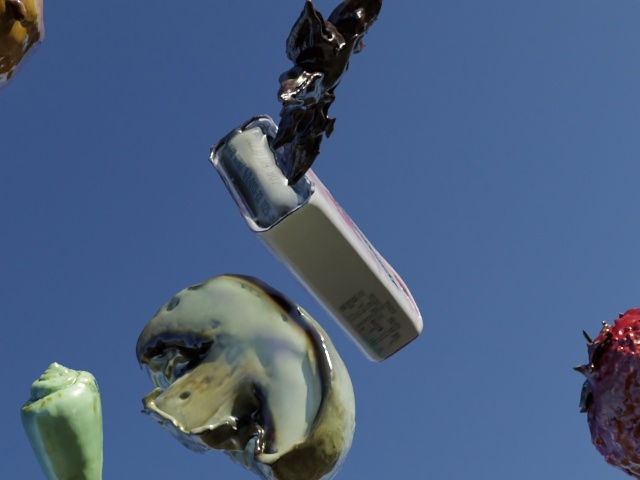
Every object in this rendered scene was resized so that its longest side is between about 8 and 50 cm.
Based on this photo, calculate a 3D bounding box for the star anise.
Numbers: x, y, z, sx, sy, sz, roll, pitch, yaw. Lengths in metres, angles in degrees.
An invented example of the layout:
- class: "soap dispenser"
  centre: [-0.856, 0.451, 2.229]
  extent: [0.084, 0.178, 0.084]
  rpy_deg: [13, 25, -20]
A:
- class: "star anise"
  centre: [-0.007, -0.151, 1.336]
  extent: [0.212, 0.053, 0.157]
  rpy_deg: [-61, -19, 6]

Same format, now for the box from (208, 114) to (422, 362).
- class: "box"
  centre: [0.000, 0.000, 2.014]
  extent: [0.112, 0.190, 0.370]
  rpy_deg: [-36, -42, 2]

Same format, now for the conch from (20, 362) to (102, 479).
- class: "conch"
  centre: [-0.251, 0.202, 1.476]
  extent: [0.079, 0.106, 0.170]
  rpy_deg: [-6, -85, -3]

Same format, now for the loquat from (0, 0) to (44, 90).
- class: "loquat"
  centre: [-0.378, -0.223, 1.434]
  extent: [0.238, 0.238, 0.193]
  rpy_deg: [-8, -92, -39]

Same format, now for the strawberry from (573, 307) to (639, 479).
- class: "strawberry"
  centre: [0.186, 0.084, 0.767]
  extent: [0.106, 0.106, 0.106]
  rpy_deg: [-23, -47, -28]

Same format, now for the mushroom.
- class: "mushroom"
  centre: [-0.062, 0.165, 1.625]
  extent: [0.189, 0.267, 0.164]
  rpy_deg: [-58, -38, -16]
